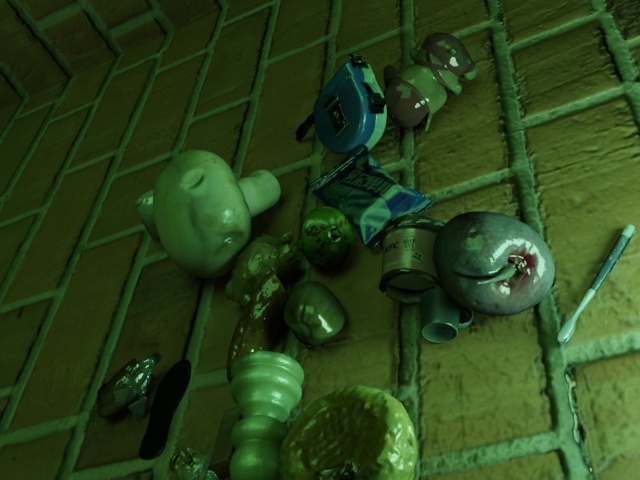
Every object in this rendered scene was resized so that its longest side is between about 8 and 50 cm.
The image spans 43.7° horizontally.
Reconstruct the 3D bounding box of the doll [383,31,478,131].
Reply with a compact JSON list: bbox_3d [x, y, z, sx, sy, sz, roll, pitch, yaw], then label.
[{"bbox_3d":[0.263,-0.404,2.030,0.256,0.152,0.196,-48,44,3],"label":"doll"}]

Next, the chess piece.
[{"bbox_3d":[-0.108,0.345,1.465,0.145,0.144,0.251,-17,44,21],"label":"chess piece"}]

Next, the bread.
[{"bbox_3d":[0.056,0.360,1.321,0.245,0.134,0.244,-21,40,19],"label":"bread"}]

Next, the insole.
[{"bbox_3d":[-0.336,0.361,1.725,0.086,0.005,0.253,-14,39,26],"label":"insole"}]

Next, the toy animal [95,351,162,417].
[{"bbox_3d":[-0.432,0.317,1.791,0.188,0.089,0.179,-49,26,-15],"label":"toy animal"}]

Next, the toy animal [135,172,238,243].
[{"bbox_3d":[-0.354,-0.091,2.175,0.283,0.138,0.140,-10,45,-7],"label":"toy animal"}]

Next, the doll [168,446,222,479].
[{"bbox_3d":[-0.237,0.426,1.505,0.127,0.084,0.073,7,43,45],"label":"doll"}]

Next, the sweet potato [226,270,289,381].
[{"bbox_3d":[-0.131,0.185,1.695,0.097,0.097,0.251,7,65,42],"label":"sweet potato"}]

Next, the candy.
[{"bbox_3d":[0.109,-0.109,1.873,0.187,0.077,0.331,-38,38,-2],"label":"candy"}]

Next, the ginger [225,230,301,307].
[{"bbox_3d":[-0.128,0.062,1.824,0.157,0.102,0.216,21,72,42],"label":"ginger"}]

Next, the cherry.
[{"bbox_3d":[0.307,0.039,1.437,0.183,0.213,0.266,-57,20,11],"label":"cherry"}]

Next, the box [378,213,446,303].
[{"bbox_3d":[0.185,0.044,1.582,0.151,0.151,0.135,-8,52,31],"label":"box"}]

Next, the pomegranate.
[{"bbox_3d":[0.013,-0.002,1.791,0.123,0.169,0.143,-7,74,-6],"label":"pomegranate"}]

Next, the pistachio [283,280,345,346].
[{"bbox_3d":[-0.014,0.144,1.650,0.126,0.108,0.185,-7,29,-5],"label":"pistachio"}]

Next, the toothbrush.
[{"bbox_3d":[0.490,0.075,1.412,0.024,0.026,0.288,24,61,30],"label":"toothbrush"}]

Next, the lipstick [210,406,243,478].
[{"bbox_3d":[-0.170,0.382,1.513,0.045,0.045,0.145,-23,23,16],"label":"lipstick"}]

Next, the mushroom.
[{"bbox_3d":[-0.286,-0.081,1.958,0.315,0.315,0.356,-22,28,16],"label":"mushroom"}]

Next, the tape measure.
[{"bbox_3d":[0.035,-0.295,2.090,0.351,0.098,0.215,-46,58,45],"label":"tape measure"}]

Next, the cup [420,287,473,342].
[{"bbox_3d":[0.236,0.143,1.492,0.100,0.078,0.077,7,50,2],"label":"cup"}]
